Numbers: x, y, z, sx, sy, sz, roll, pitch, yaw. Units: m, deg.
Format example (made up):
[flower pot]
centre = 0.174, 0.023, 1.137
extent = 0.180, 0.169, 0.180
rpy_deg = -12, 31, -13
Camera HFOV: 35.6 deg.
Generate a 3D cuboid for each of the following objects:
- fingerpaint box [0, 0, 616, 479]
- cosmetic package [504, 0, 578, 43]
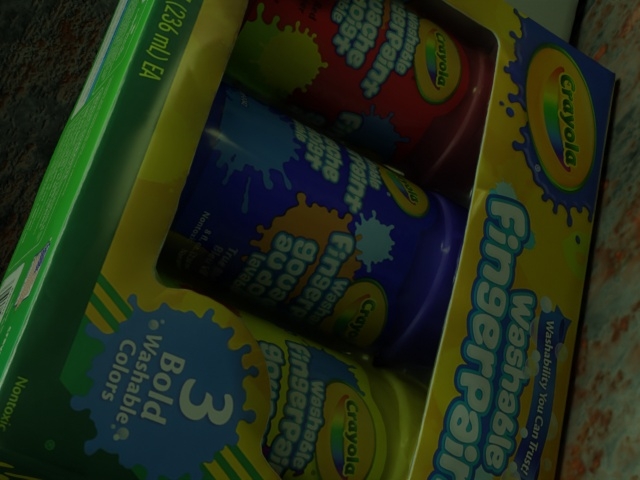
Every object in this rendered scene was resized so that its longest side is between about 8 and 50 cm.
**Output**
[fingerpaint box]
centre = 0.000, 0.000, 0.704
extent = 0.163, 0.371, 0.444
rpy_deg = -26, 43, 56
[cosmetic package]
centre = 0.055, -0.343, 1.012
extent = 0.329, 0.327, 0.393
rpy_deg = -24, 44, 58
